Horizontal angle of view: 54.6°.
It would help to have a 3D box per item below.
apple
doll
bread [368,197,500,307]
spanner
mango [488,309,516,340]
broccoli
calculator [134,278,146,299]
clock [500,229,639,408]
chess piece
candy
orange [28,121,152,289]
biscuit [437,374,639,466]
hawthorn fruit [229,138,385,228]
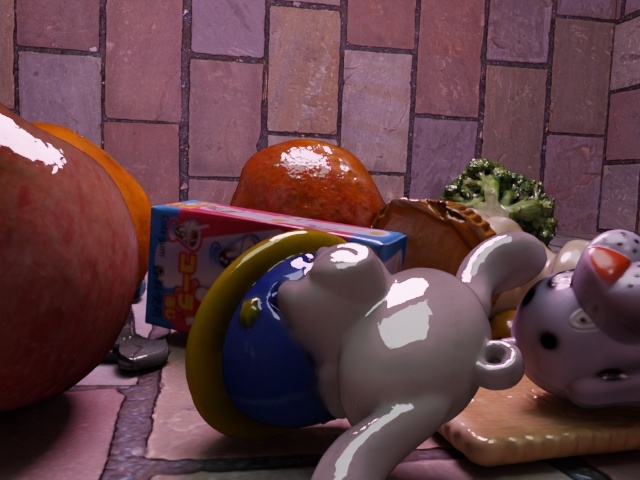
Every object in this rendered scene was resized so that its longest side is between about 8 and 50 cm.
[{"bbox_3d":[-0.312,0.000,0.520,0.345,0.269,0.345,3,-11,1],"label":"apple"},{"bbox_3d":[0.036,0.051,0.490,0.311,0.159,0.242,-32,12,-28],"label":"doll"},{"bbox_3d":[0.136,0.043,0.790,0.199,0.199,0.104,5,6,28],"label":"bread"},{"bbox_3d":[-0.250,0.113,0.799,0.093,0.026,0.325,1,5,-18],"label":"spanner"},{"bbox_3d":[0.255,0.118,0.758,0.114,0.060,0.080,4,8,-18],"label":"mango"},{"bbox_3d":[0.409,-0.043,1.429,0.265,0.294,0.245,-38,-23,17],"label":"broccoli"},{"bbox_3d":[-0.425,0.074,0.991,0.293,0.051,0.173,-4,10,-42],"label":"calculator"},{"bbox_3d":[0.281,0.066,0.526,0.254,0.189,0.189,-4,6,-1],"label":"clock"},{"bbox_3d":[0.355,0.060,0.930,0.330,0.182,0.182,12,11,35],"label":"chess piece"},{"bbox_3d":[-0.059,0.049,0.752,0.306,0.157,0.100,10,10,20],"label":"candy"},{"bbox_3d":[-0.353,-0.025,0.826,0.284,0.226,0.284,42,1,-1],"label":"orange"},{"bbox_3d":[0.212,0.152,0.553,0.249,0.030,0.160,0,6,-16],"label":"biscuit"},{"bbox_3d":[0.000,0.000,0.955,0.277,0.277,0.298,-4,36,-47],"label":"hawthorn fruit"}]
